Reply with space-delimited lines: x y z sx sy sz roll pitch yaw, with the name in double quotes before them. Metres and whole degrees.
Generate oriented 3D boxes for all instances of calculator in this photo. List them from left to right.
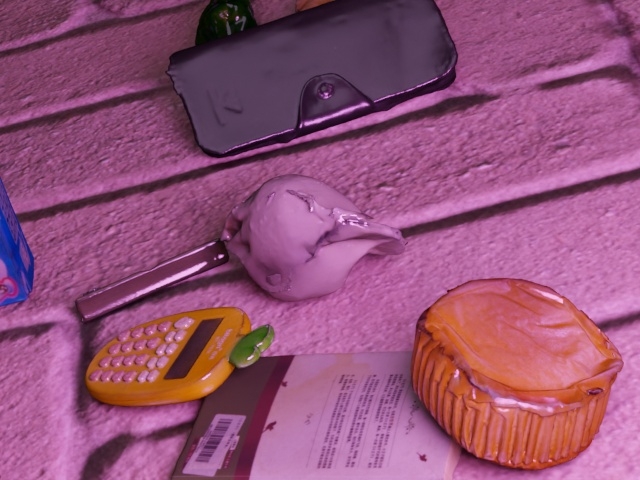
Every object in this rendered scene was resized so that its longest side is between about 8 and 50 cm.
"calculator" -0.154 0.126 1.744 0.235 0.032 0.146 -7 33 31

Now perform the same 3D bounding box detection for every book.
"book" 0.007 0.183 1.628 0.289 0.026 0.201 -2 35 20

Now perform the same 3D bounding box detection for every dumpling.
"dumpling" 0.000 0.000 1.811 0.172 0.142 0.247 6 -3 -39

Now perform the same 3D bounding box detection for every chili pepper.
"chili pepper" -0.129 -0.277 2.302 0.099 0.083 0.253 -9 37 -7

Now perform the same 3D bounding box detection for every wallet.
"wallet" -0.011 -0.231 2.156 0.377 0.051 0.197 -18 58 -4

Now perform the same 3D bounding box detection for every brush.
"brush" -0.200 0.045 1.909 0.190 0.034 0.027 -24 18 -10

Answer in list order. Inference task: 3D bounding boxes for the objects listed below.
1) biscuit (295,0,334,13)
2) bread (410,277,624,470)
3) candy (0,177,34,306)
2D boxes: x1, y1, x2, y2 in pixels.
"biscuit" 0.025 -0.359 2.372 0.118 0.061 0.183 -5 37 13
"bread" 0.183 0.130 1.545 0.199 0.104 0.199 5 35 -3
"candy" -0.518 0.022 1.956 0.305 0.157 0.100 -15 33 2
